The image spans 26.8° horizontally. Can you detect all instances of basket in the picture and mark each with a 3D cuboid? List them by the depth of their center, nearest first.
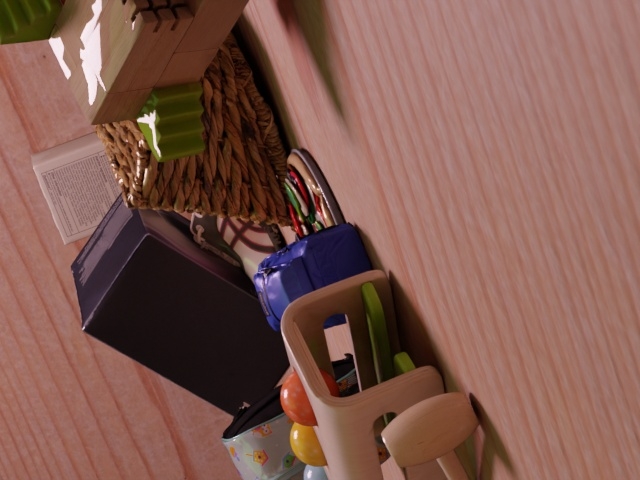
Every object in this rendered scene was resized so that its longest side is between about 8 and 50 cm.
[{"bbox_3d":[-0.128,-0.169,1.593,0.299,0.223,0.213,-124,45,-61],"label":"basket"}]

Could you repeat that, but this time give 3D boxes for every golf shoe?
[{"bbox_3d":[-0.119,0.000,1.926,0.105,0.120,0.272,92,154,-67],"label":"golf shoe"}]

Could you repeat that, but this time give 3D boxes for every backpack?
[{"bbox_3d":[-0.014,0.041,1.305,0.120,0.101,0.098,-20,86,62],"label":"backpack"},{"bbox_3d":[-0.015,0.229,1.567,0.166,0.188,0.144,164,84,-81],"label":"backpack"}]

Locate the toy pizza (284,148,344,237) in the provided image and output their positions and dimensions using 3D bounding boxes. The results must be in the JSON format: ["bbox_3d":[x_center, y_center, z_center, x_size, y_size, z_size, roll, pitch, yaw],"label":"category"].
[{"bbox_3d":[0.000,0.000,1.422,0.201,0.032,0.201,159,90,-82],"label":"toy pizza"}]

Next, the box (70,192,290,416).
[{"bbox_3d":[-0.201,0.089,2.034,0.296,0.182,0.294,32,-173,-21],"label":"box"}]

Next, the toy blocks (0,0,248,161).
[{"bbox_3d":[-0.171,-0.294,1.147,0.381,0.191,0.261,61,141,18],"label":"toy blocks"}]

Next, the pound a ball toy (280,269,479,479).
[{"bbox_3d":[0.048,0.183,1.217,0.319,0.136,0.208,78,168,-53],"label":"pound a ball toy"}]

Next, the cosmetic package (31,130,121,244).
[{"bbox_3d":[-0.345,-0.127,2.411,0.113,0.310,0.160,-134,25,-69],"label":"cosmetic package"}]
